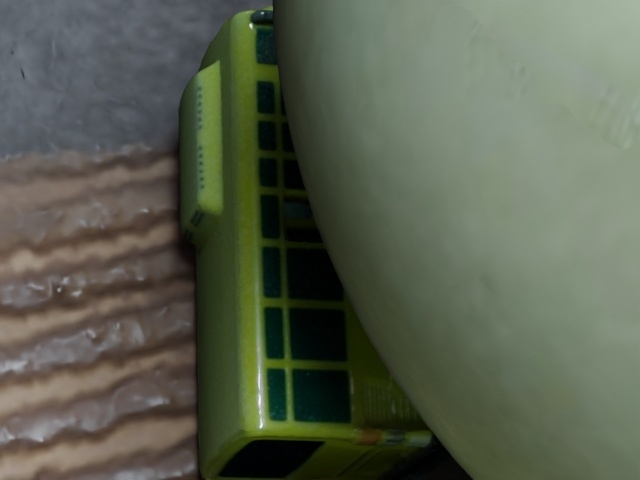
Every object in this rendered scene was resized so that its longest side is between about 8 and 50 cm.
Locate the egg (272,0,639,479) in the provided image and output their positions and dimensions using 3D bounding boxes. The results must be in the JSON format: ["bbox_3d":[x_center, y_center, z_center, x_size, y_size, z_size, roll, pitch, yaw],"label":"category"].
[{"bbox_3d":[0.138,-0.033,0.597,0.336,0.278,0.278,47,64,-14],"label":"egg"}]

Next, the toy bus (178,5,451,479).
[{"bbox_3d":[0.000,0.000,0.735,0.101,0.088,0.175,3,70,-15],"label":"toy bus"}]
